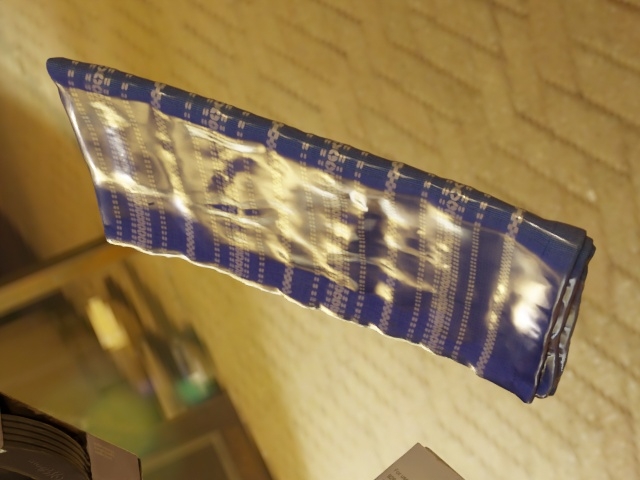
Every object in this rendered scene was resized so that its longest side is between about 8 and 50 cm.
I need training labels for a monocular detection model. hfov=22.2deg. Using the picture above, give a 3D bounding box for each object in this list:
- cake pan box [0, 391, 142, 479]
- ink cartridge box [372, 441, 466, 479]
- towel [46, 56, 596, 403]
[{"bbox_3d":[-0.319,0.221,1.397,0.246,0.267,0.070,35,-148,-46],"label":"cake pan box"},{"bbox_3d":[0.047,0.353,1.444,0.121,0.289,0.211,35,159,44],"label":"ink cartridge box"},{"bbox_3d":[0.000,0.000,1.020,0.336,0.040,0.243,19,159,10],"label":"towel"}]
